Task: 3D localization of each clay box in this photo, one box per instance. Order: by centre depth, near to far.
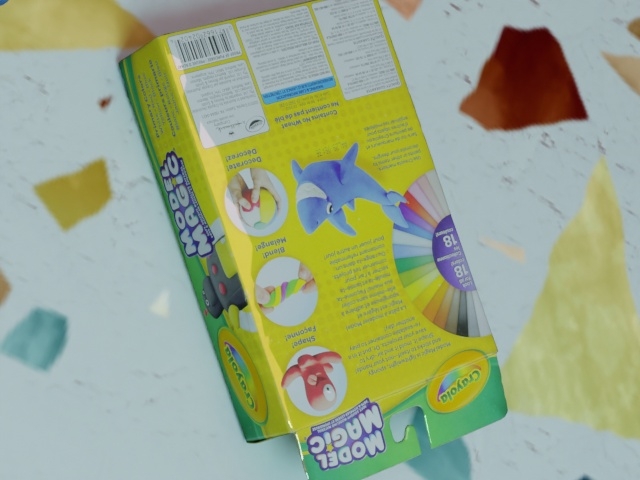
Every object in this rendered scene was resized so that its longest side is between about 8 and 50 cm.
[{"bbox_3d":[0.000,0.000,0.852,0.127,0.053,0.222,-17,89,-32],"label":"clay box"}]

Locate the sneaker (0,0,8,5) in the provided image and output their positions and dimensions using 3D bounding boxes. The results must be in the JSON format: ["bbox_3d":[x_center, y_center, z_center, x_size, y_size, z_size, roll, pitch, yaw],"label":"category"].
[{"bbox_3d":[-0.245,-0.056,0.673,0.236,0.130,0.322,34,58,-15],"label":"sneaker"}]
